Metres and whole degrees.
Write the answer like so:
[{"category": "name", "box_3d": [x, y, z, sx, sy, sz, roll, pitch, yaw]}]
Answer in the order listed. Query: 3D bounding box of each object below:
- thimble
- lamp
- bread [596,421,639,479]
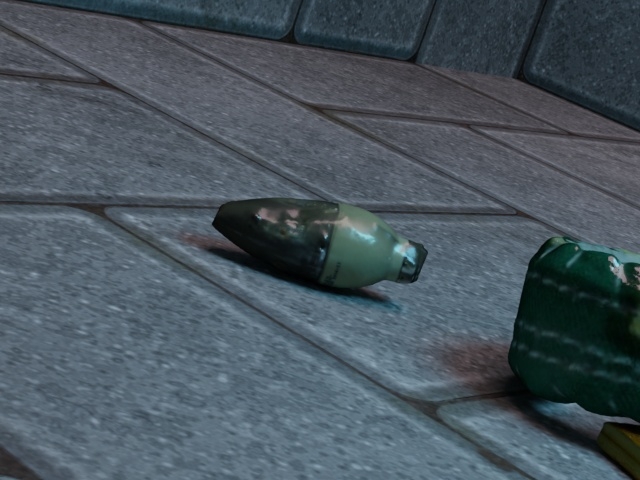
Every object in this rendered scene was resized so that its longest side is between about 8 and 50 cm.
[{"category": "thimble", "box_3d": [0.339, 0.099, 1.674, 0.254, 0.167, 0.288, 16, 5, 24]}, {"category": "lamp", "box_3d": [0.000, 0.000, 1.802, 0.250, 0.101, 0.101, 15, 15, -4]}, {"category": "bread", "box_3d": [0.336, 0.214, 1.565, 0.094, 0.035, 0.090, 10, 16, -31]}]
